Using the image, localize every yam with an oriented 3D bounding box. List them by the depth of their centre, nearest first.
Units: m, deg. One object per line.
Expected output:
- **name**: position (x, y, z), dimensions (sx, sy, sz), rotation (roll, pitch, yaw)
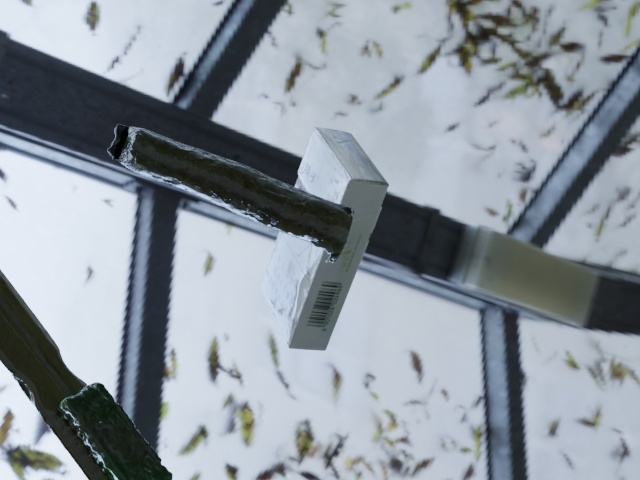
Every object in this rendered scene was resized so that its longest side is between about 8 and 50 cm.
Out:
- **yam**: position (-0.047, -0.025, 0.586), dimensions (0.130, 0.027, 0.033), rotation (20, -104, -6)

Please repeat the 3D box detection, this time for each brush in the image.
- **brush**: position (-0.225, 0.121, 0.991), dimensions (0.282, 0.048, 0.054), rotation (50, -137, 9)

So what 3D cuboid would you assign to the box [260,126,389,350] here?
- **box**: position (0.001, 0.000, 0.897), dimensions (0.040, 0.084, 0.154), rotation (6, -60, -23)
